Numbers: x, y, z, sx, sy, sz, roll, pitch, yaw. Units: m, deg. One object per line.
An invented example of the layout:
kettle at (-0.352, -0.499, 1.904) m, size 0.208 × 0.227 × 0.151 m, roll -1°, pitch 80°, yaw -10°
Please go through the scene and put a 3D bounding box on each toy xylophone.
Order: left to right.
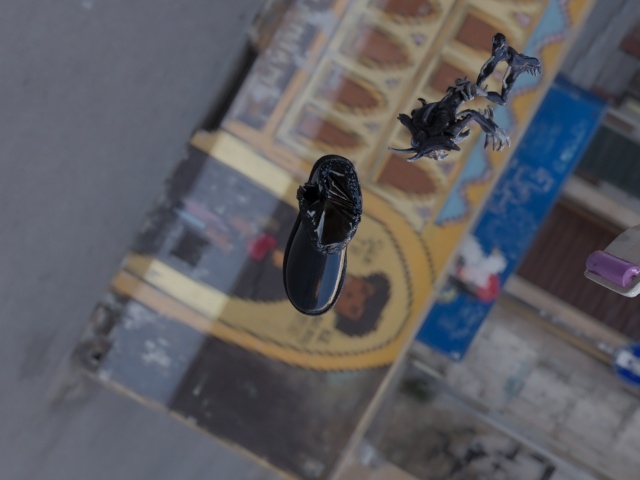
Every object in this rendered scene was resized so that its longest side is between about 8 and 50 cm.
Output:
toy xylophone at (0.403, 0.073, 1.361) m, size 0.081 × 0.322 × 0.236 m, roll -61°, pitch -176°, yaw 3°

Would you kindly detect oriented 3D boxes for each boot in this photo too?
boot at (0.000, 0.000, 1.984) m, size 0.207 × 0.094 × 0.246 m, roll -81°, pitch -177°, yaw -82°

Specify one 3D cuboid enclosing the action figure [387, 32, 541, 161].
action figure at (0.241, -0.203, 2.333) m, size 0.275 × 0.164 × 0.141 m, roll -45°, pitch 127°, yaw -9°
